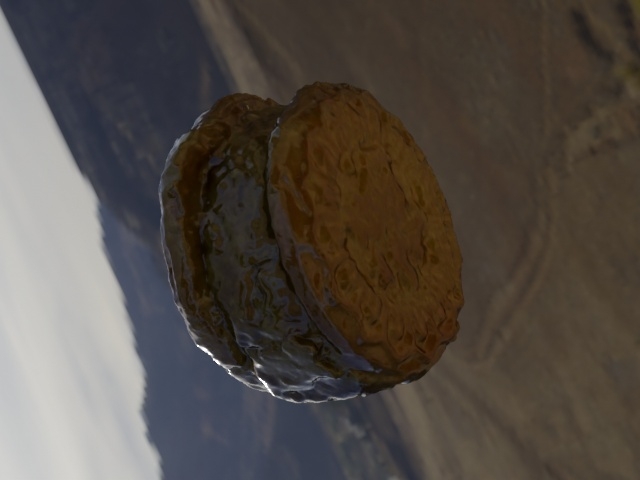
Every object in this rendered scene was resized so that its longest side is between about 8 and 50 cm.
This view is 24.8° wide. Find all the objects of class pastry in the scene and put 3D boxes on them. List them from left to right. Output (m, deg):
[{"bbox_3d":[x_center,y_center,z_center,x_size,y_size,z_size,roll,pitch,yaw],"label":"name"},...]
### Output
[{"bbox_3d":[0.000,0.000,0.450,0.109,0.057,0.097,41,-132,-43],"label":"pastry"}]
